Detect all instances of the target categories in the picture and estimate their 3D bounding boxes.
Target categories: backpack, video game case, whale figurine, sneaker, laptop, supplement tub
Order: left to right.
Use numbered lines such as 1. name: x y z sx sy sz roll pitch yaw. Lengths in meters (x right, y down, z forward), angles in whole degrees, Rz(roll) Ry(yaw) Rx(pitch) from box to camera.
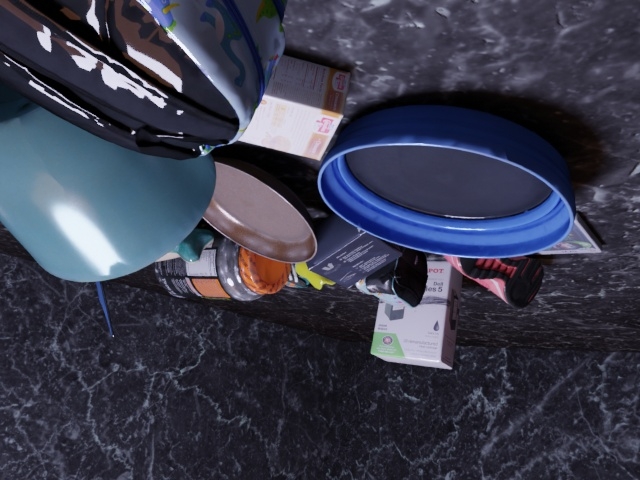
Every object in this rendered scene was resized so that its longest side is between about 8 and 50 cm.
1. laptop: -0.597 -0.012 1.081 0.408 0.236 0.382 25 174 -26
2. backpack: -0.183 -0.214 0.408 0.290 0.273 0.355 -8 135 40
3. whale figurine: -0.394 -0.028 1.227 0.272 0.216 0.141 13 136 16
4. supplement tub: -0.256 0.054 1.364 0.338 0.206 0.207 -1 160 35
5. sneaker: -0.099 0.083 1.567 0.121 0.108 0.302 -2 168 33
6. backpack: 0.179 0.074 1.249 0.145 0.165 0.188 -2 157 39
7. sneaker: 0.380 0.047 1.168 0.314 0.115 0.136 30 -174 -32
8. video game case: 0.458 -0.008 1.063 0.173 0.022 0.190 -5 158 40

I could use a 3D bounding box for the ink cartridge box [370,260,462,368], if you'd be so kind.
1. ink cartridge box: 0.267 0.197 1.425 0.199 0.272 0.115 -1 158 32

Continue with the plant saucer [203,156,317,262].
1. plant saucer: -0.137 -0.064 1.039 0.311 0.050 0.310 22 153 12

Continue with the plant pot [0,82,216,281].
1. plant pot: -0.319 -0.128 0.681 0.293 0.292 0.235 5 147 17

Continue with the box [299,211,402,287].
1. box: 0.065 0.012 1.128 0.156 0.093 0.158 -34 144 21

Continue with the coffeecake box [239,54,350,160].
1. coffeecake box: -0.070 -0.184 0.698 0.186 0.068 0.142 13 163 -9

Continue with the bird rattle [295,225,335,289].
1. bird rattle: 0.000 0.000 1.270 0.207 0.142 0.253 -8 145 18

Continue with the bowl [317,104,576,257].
1. bowl: 0.191 -0.079 0.828 0.392 0.077 0.391 14 161 5
